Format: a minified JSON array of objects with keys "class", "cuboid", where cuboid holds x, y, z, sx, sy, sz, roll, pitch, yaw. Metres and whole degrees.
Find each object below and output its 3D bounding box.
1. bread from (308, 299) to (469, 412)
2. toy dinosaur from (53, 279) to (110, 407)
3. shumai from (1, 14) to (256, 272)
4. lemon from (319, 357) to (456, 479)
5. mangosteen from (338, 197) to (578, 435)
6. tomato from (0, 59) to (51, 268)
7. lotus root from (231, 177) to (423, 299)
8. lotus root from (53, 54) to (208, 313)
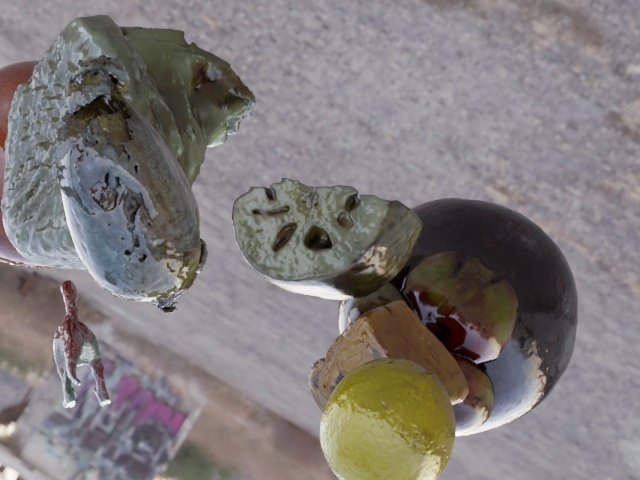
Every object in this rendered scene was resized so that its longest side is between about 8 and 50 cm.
[{"class":"bread","cuboid":[0.085,0.177,1.603,0.143,0.149,0.158,-20,-108,-53]},{"class":"toy dinosaur","cuboid":[-0.300,0.127,1.526,0.053,0.167,0.242,-13,178,-4]},{"class":"shumai","cuboid":[-0.183,-0.080,1.244,0.222,0.260,0.225,10,-162,-47]},{"class":"lemon","cuboid":[0.054,0.151,0.997,0.109,0.109,0.133,31,129,2]},{"class":"mangosteen","cuboid":[0.197,0.143,1.890,0.382,0.435,0.382,9,125,13]},{"class":"tomato","cuboid":[-0.358,-0.089,1.583,0.265,0.265,0.265,30,169,6]},{"class":"lotus root","cuboid":[0.000,0.000,1.573,0.235,0.138,0.119,2,173,22]},{"class":"lotus root","cuboid":[-0.123,-0.031,0.776,0.088,0.088,0.165,12,121,60]}]
